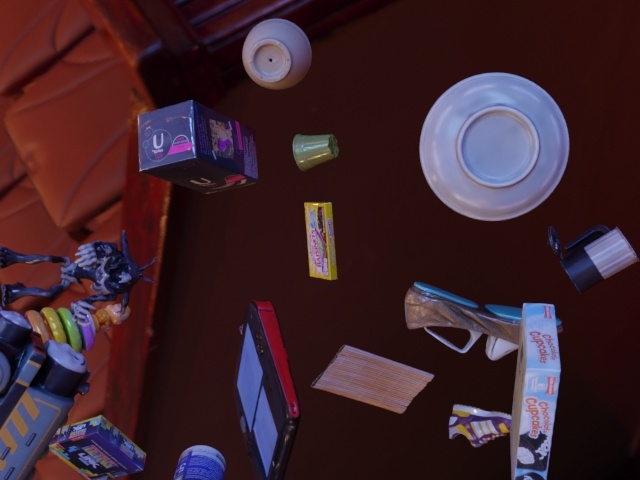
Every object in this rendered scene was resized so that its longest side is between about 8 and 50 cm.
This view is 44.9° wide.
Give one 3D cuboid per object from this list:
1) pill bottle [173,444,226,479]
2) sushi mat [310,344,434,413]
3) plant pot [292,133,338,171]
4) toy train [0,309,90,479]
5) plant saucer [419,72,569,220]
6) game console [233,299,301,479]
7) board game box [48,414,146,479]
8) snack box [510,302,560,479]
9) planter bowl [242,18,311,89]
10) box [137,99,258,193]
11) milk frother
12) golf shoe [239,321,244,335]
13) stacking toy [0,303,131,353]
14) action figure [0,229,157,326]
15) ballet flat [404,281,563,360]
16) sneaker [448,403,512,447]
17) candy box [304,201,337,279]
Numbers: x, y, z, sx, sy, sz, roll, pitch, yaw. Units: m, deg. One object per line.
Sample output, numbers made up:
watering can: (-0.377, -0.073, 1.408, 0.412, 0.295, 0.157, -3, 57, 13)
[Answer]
pill bottle: (-0.275, 0.554, 1.713, 0.186, 0.112, 0.112, -87, -28, -66)
sushi mat: (0.140, 0.364, 2.007, 0.316, 0.151, 0.019, 23, -158, -32)
plant pot: (-0.006, -0.197, 1.680, 0.083, 0.079, 0.083, 29, -123, -58)
toy train: (-0.457, 0.260, 1.045, 0.190, 0.334, 0.142, 33, 176, -29)
plant saucer: (0.467, -0.248, 2.062, 0.400, 0.400, 0.100, 60, -174, -3)
game console: (-0.129, 0.361, 1.725, 0.342, 0.060, 0.386, -107, 22, -44)
board game box: (-0.492, 0.464, 1.710, 0.170, 0.141, 0.048, 56, -155, -37)
snack box: (0.377, 0.294, 1.376, 0.187, 0.060, 0.322, -70, -20, -57)
planter bowl: (-0.106, -0.417, 1.763, 0.162, 0.162, 0.109, 62, -164, -16)
box: (-0.286, -0.215, 1.852, 0.270, 0.165, 0.143, 17, -114, -60)
milk frother: (0.546, 0.013, 1.573, 0.143, 0.135, 0.129, 39, -157, -50)
golf shoe: (-0.174, 0.255, 2.118, 0.186, 0.067, 0.086, 5, -115, -88)
stacking toy: (-0.562, 0.203, 1.714, 0.165, 0.302, 0.175, 64, 149, 16)
action figure: (-0.429, 0.070, 1.397, 0.141, 0.276, 0.164, -136, 47, -67)
ballet flat: (0.339, 0.186, 1.658, 0.116, 0.342, 0.124, -110, 34, -80)
sneaker: (0.367, 0.413, 1.682, 0.185, 0.084, 0.069, 3, 162, 39)
candy box: (0.000, 0.000, 2.080, 0.105, 0.027, 0.206, 6, 103, 58)
